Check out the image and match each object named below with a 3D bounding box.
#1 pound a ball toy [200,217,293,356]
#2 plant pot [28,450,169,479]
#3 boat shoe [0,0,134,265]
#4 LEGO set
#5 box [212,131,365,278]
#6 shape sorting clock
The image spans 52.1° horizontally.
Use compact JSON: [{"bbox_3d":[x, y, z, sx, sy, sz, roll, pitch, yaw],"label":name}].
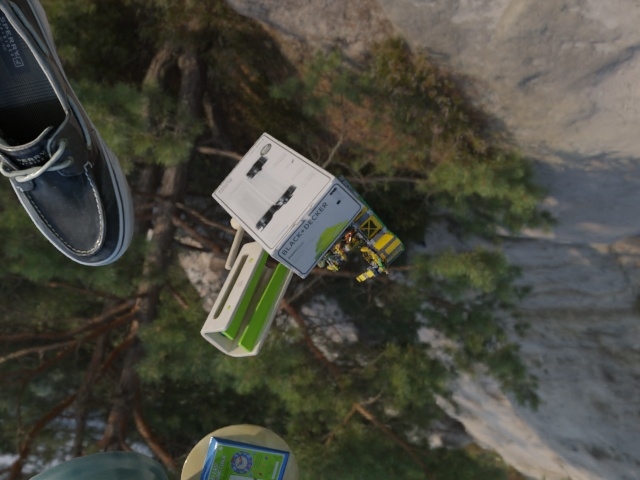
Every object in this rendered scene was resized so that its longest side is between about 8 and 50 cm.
[{"bbox_3d":[-0.208,0.106,1.669,0.135,0.319,0.208,-13,134,42],"label":"pound a ball toy"},{"bbox_3d":[-0.338,0.494,0.979,0.293,0.293,0.196,32,-167,-46],"label":"plant pot"},{"bbox_3d":[-0.304,-0.109,0.693,0.121,0.335,0.119,-19,-157,2],"label":"boat shoe"},{"bbox_3d":[0.000,0.000,1.386,0.255,0.192,0.331,51,169,-24],"label":"LEGO set"},{"bbox_3d":[-0.068,-0.072,1.182,0.087,0.169,0.290,40,179,-37],"label":"box"},{"bbox_3d":[-0.140,0.419,1.150,0.206,0.206,0.040,17,-174,-15],"label":"shape sorting clock"}]
